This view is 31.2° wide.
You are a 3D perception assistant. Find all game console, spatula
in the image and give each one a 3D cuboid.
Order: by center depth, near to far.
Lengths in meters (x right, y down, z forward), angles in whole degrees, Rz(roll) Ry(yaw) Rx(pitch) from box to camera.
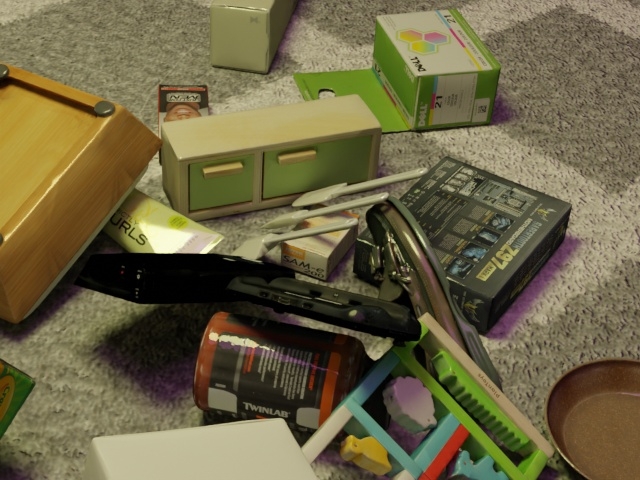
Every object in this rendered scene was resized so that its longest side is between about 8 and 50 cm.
[{"bbox_3d":[-0.068,0.056,1.156,0.361,0.044,0.213,11,7,43],"label":"game console"},{"bbox_3d":[0.003,-0.029,1.325,0.168,0.019,0.242,-35,16,-36],"label":"spatula"}]

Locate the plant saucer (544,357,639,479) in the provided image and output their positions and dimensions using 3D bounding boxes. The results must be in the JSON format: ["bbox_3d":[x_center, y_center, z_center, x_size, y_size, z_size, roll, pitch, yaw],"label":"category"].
[{"bbox_3d":[0.324,0.201,1.165,0.198,0.036,0.199,3,37,-2],"label":"plant saucer"}]

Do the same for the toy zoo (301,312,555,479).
[{"bbox_3d":[0.085,0.217,1.047,0.192,0.030,0.293,47,47,0],"label":"toy zoo"}]

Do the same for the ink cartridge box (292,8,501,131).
[{"bbox_3d":[0.106,-0.245,1.666,0.255,0.097,0.189,-7,39,-15],"label":"ink cartridge box"}]

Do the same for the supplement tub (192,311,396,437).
[{"bbox_3d":[-0.023,0.139,1.154,0.197,0.106,0.106,10,38,8],"label":"supplement tub"}]

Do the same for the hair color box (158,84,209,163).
[{"bbox_3d":[-0.188,-0.161,1.572,0.071,0.043,0.141,-1,39,-8],"label":"hair color box"}]

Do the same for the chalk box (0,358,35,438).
[{"bbox_3d":[-0.398,0.143,1.015,0.180,0.289,0.179,24,75,26],"label":"chalk box"}]

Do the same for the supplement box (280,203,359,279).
[{"bbox_3d":[0.000,0.000,1.389,0.062,0.036,0.098,18,39,18],"label":"supplement box"}]

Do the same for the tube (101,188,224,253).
[{"bbox_3d":[-0.231,-0.031,1.389,0.240,0.070,0.062,33,14,28],"label":"tube"}]

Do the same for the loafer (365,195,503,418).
[{"bbox_3d":[0.101,0.072,1.224,0.084,0.096,0.268,-22,64,-10],"label":"loafer"}]

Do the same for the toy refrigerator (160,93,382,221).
[{"bbox_3d":[-0.062,-0.104,1.465,0.269,0.102,0.094,-10,40,-19],"label":"toy refrigerator"}]

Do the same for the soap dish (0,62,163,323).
[{"bbox_3d":[-0.358,-0.067,1.321,0.228,0.118,0.291,21,58,21],"label":"soap dish"}]

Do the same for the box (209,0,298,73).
[{"bbox_3d":[-0.097,-0.380,1.808,0.094,0.113,0.275,9,37,6],"label":"box"}]

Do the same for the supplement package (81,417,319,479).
[{"bbox_3d":[-0.066,0.300,0.860,0.175,0.178,0.293,-1,36,-30],"label":"supplement package"}]

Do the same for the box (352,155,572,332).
[{"bbox_3d":[0.176,-0.003,1.391,0.183,0.059,0.232,23,41,24],"label":"box"}]
